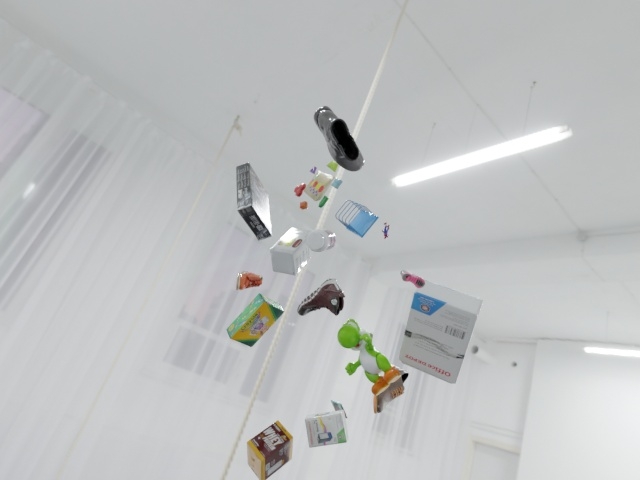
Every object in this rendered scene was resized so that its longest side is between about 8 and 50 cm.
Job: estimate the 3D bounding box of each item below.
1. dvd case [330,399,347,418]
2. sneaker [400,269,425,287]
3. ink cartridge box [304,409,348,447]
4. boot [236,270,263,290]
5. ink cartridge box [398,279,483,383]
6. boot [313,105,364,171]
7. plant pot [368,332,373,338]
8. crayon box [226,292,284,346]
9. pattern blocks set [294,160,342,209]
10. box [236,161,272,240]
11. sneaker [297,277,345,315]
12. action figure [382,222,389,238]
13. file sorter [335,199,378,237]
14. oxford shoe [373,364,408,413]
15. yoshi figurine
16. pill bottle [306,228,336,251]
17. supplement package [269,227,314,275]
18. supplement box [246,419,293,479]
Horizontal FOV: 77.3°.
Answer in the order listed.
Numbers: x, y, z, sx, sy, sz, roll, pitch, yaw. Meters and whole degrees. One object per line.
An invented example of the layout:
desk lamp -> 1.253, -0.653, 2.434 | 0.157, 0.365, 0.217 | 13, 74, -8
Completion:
dvd case -> 0.114, 1.039, 2.470 | 0.087, 0.013, 0.119 | 3, -56, 45
sneaker -> 0.378, 0.155, 1.651 | 0.119, 0.047, 0.057 | 28, 10, -19
ink cartridge box -> 0.033, 1.028, 2.190 | 0.212, 0.154, 0.093 | -11, -12, 9
boot -> -0.257, 0.147, 1.453 | 0.084, 0.059, 0.158 | 11, 9, 4
ink cartridge box -> 0.559, 0.429, 1.890 | 0.285, 0.166, 0.395 | 19, -64, 24
boot -> 0.098, -0.362, 1.591 | 0.338, 0.118, 0.223 | 44, 10, -38
plant pot -> 0.253, 0.562, 2.334 | 0.079, 0.083, 0.083 | 23, -23, -5
crayon box -> -0.354, 0.435, 2.179 | 0.165, 0.278, 0.081 | 38, 7, -42
pattern blocks set -> -0.010, -0.274, 2.001 | 0.026, 0.285, 0.325 | 33, 16, -33
box -> -0.326, -0.191, 1.965 | 0.076, 0.307, 0.242 | -18, -38, 8
sneaker -> 0.012, 0.329, 1.994 | 0.162, 0.281, 0.106 | 54, 25, 22
action figure -> 0.342, -0.045, 2.097 | 0.038, 0.030, 0.115 | 39, -24, 30
file sorter -> 0.159, -0.107, 1.823 | 0.104, 0.118, 0.170 | 41, -2, -24
oxford shoe -> 0.386, 0.812, 2.195 | 0.133, 0.363, 0.130 | 6, -65, 27
yoshi figurine -> 0.194, 0.529, 1.874 | 0.362, 0.203, 0.203 | 53, -15, 29
pill bottle -> 0.000, 0.000, 1.859 | 0.108, 0.108, 0.193 | 15, 5, 15
supplement package -> -0.137, 0.053, 2.057 | 0.139, 0.244, 0.134 | 8, -58, 21
supplement box -> -0.255, 1.065, 2.029 | 0.129, 0.194, 0.191 | 31, -51, 38
